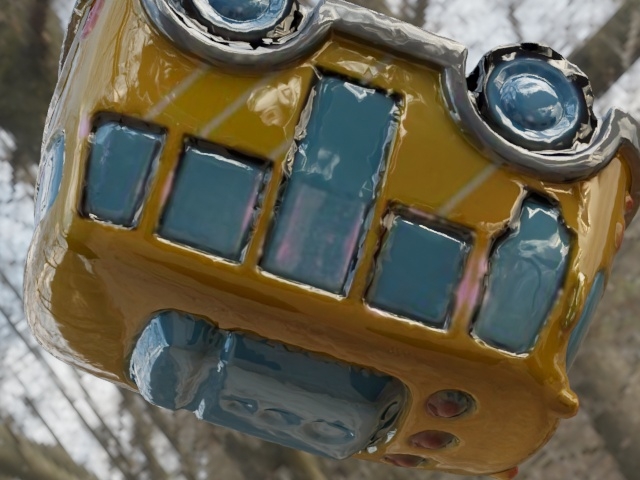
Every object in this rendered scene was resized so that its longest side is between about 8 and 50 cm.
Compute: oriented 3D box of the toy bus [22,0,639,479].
[{"bbox_3d":[0.000,0.000,0.555,0.126,0.210,0.136,118,169,-58],"label":"toy bus"}]
